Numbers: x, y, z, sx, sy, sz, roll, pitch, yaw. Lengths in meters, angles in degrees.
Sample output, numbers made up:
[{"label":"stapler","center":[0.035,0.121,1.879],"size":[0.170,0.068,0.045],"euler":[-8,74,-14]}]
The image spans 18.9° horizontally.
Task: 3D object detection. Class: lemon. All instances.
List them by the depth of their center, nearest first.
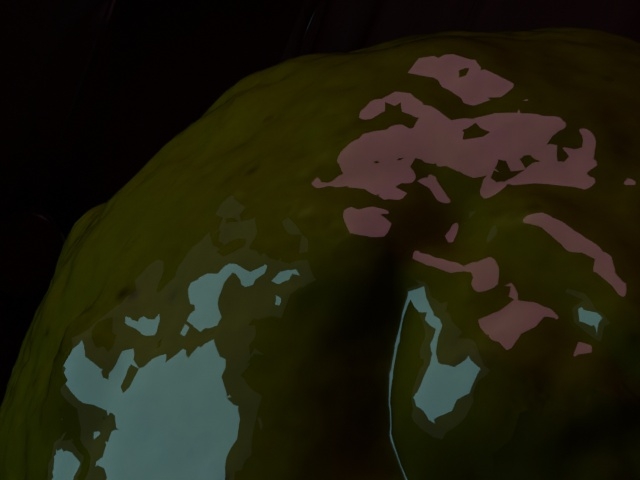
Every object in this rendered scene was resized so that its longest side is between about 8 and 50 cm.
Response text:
[{"label":"lemon","center":[0.039,0.083,0.523],"size":[0.316,0.285,0.285],"euler":[14,-84,-76]}]
